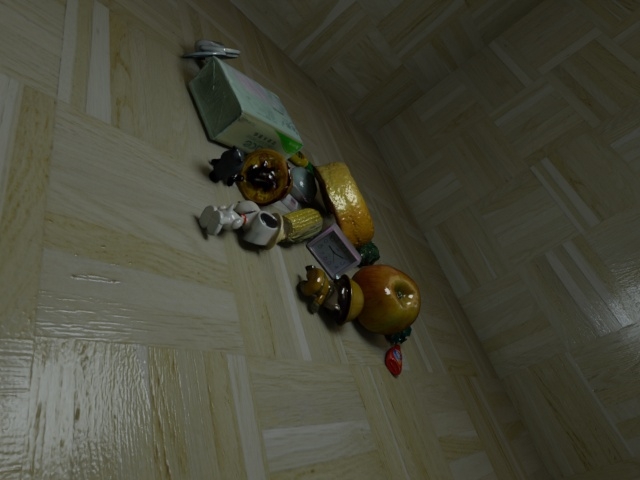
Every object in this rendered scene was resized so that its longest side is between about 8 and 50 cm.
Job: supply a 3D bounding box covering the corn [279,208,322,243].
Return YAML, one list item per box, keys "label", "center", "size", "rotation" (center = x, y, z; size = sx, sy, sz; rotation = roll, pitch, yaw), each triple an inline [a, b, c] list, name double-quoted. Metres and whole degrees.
- label: "corn"
  center: [-0.086, -0.059, 1.629]
  size: [0.305, 0.122, 0.123]
  rotation: [-21, 94, -63]

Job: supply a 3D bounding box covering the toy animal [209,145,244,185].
- label: "toy animal"
  center: [-0.325, -0.260, 1.377]
  size: [0.121, 0.117, 0.210]
  rotation: [61, -20, 0]

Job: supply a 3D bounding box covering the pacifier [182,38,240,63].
- label: "pacifier"
  center: [-0.473, -0.782, 1.818]
  size: [0.279, 0.228, 0.207]
  rotation: [-54, 147, -65]

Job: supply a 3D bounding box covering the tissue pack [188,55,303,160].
- label: "tissue pack"
  center: [-0.305, -0.526, 1.707]
  size: [0.405, 0.205, 0.331]
  rotation: [12, 48, -58]

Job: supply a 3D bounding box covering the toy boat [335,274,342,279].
- label: "toy boat"
  center: [0.078, 0.199, 1.650]
  size: [0.059, 0.066, 0.139]
  rotation: [-95, 172, -66]

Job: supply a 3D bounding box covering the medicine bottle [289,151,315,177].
- label: "medicine bottle"
  center: [-0.103, -0.416, 2.118]
  size: [0.261, 0.064, 0.094]
  rotation: [36, 30, -38]

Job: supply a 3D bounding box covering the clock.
- label: "clock"
  center: [0.057, 0.048, 1.699]
  size: [0.197, 0.150, 0.063]
  rotation: [53, 21, -6]

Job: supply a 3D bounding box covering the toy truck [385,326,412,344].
- label: "toy truck"
  center: [0.340, 0.359, 1.859]
  size: [0.110, 0.116, 0.215]
  rotation: [18, 43, -54]

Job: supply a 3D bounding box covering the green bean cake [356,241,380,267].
- label: "green bean cake"
  center: [0.219, 0.070, 2.031]
  size: [0.208, 0.107, 0.193]
  rotation: [38, 28, -37]

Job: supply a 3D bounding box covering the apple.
- label: "apple"
  center: [0.272, 0.236, 1.670]
  size: [0.301, 0.302, 0.301]
  rotation: [42, 27, -27]

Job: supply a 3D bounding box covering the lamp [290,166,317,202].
- label: "lamp"
  center: [-0.081, -0.281, 1.928]
  size: [0.179, 0.108, 0.246]
  rotation: [51, 23, -19]

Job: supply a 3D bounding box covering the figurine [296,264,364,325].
- label: "figurine"
  center: [0.049, 0.197, 1.473]
  size: [0.257, 0.167, 0.192]
  rotation: [35, 44, -34]

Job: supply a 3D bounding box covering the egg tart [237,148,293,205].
- label: "egg tart"
  center: [-0.196, -0.236, 1.548]
  size: [0.215, 0.215, 0.171]
  rotation: [57, 13, 5]

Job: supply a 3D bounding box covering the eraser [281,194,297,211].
- label: "eraser"
  center: [-0.145, -0.178, 1.772]
  size: [0.105, 0.026, 0.065]
  rotation: [44, 28, -24]

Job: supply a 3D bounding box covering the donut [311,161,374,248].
- label: "donut"
  center: [0.106, -0.180, 1.859]
  size: [0.377, 0.164, 0.435]
  rotation: [69, -1, -48]

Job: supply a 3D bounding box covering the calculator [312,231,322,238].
- label: "calculator"
  center: [0.000, 0.000, 1.818]
  size: [0.094, 0.019, 0.141]
  rotation: [48, 25, -8]

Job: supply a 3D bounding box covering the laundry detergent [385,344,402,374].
- label: "laundry detergent"
  center: [0.322, 0.499, 1.728]
  size: [0.097, 0.049, 0.165]
  rotation: [61, 23, -3]

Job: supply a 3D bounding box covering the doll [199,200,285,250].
- label: "doll"
  center: [-0.242, -0.042, 1.306]
  size: [0.208, 0.144, 0.271]
  rotation: [36, 19, 8]

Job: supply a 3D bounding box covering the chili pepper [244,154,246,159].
- label: "chili pepper"
  center: [-0.270, -0.298, 1.662]
  size: [0.227, 0.059, 0.088]
  rotation: [14, 41, -59]
